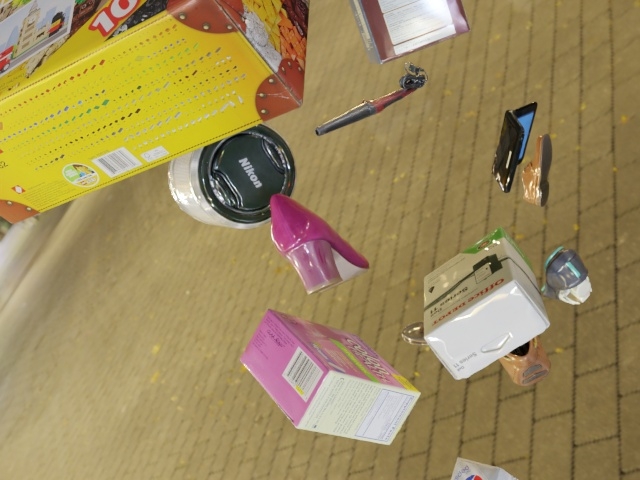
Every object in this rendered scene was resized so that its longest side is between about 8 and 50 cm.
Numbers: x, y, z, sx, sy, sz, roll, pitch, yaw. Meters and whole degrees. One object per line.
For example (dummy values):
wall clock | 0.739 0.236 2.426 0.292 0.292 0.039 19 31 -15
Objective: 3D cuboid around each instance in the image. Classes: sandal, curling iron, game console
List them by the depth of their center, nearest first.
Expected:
game console | 0.333 -0.154 1.270 0.107 0.071 0.122 -103 14 -53
curling iron | 0.098 -0.272 1.491 0.274 0.068 0.035 -31 46 -19
sandal | 0.264 0.170 1.561 0.219 0.060 0.090 -9 15 43

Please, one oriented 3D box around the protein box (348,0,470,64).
protein box | 0.110 -0.380 1.130 0.136 0.201 0.200 -19 13 4

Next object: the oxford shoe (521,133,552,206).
oxford shoe | 0.602 -0.200 2.151 0.076 0.212 0.076 20 31 36

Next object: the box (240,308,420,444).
box | 0.017 0.248 1.394 0.213 0.243 0.117 39 102 49

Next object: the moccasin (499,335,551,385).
moccasin | 0.401 0.164 1.787 0.139 0.147 0.380 -24 41 9

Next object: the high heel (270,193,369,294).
high heel | 0.000 0.000 1.457 0.127 0.181 0.377 -25 -5 5

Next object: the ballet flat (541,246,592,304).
ballet flat | 0.372 0.064 1.153 0.074 0.074 0.203 -56 -21 -3

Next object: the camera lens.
camera lens | -0.189 -0.138 1.591 0.219 0.219 0.274 -58 22 -10

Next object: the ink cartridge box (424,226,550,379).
ink cartridge box | 0.231 0.085 1.103 0.153 0.087 0.208 -36 13 18

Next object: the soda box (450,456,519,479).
soda box | 0.341 0.491 1.396 0.091 0.286 0.098 1 61 44

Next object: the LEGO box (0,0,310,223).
LEGO box | -0.267 -0.283 1.033 0.500 0.193 0.372 -18 49 25
